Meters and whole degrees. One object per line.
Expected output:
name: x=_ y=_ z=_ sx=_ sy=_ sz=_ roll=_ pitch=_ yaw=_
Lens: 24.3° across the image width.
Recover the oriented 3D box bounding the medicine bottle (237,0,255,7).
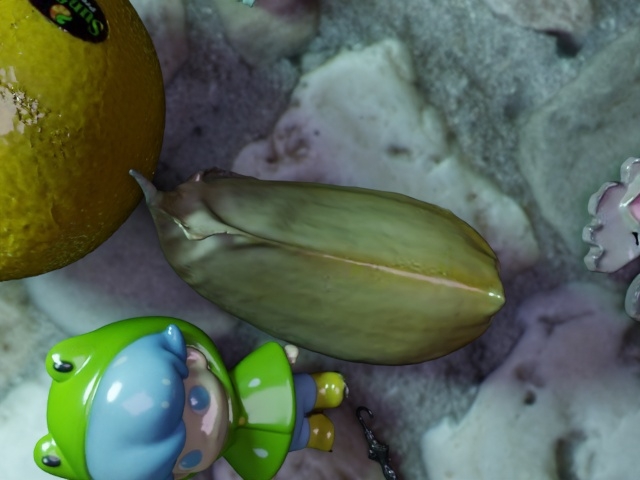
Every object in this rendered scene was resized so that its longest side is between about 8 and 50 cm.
medicine bottle: x=-0.144 y=-0.280 z=1.293 sx=0.218 sy=0.074 sz=0.074 roll=23 pitch=86 yaw=-6

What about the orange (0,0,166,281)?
orange: x=-0.252 y=-0.106 z=1.178 sx=0.274 sy=0.274 sz=0.274 roll=0 pitch=89 yaw=-9

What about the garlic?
garlic: x=-0.015 y=-0.001 z=1.244 sx=0.338 sy=0.196 sz=0.151 roll=19 pitch=74 yaw=-16

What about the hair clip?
hair clip: x=0.379 y=0.041 z=1.370 sx=0.300 sy=0.069 sz=0.173 roll=45 pitch=82 yaw=4

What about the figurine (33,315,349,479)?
figurine: x=-0.109 y=0.145 z=1.265 sx=0.263 sy=0.143 sz=0.162 roll=3 pitch=109 yaw=-26

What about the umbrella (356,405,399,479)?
umbrella: x=0.063 y=0.215 z=1.347 sx=0.022 sy=0.022 sz=0.149 roll=-33 pitch=106 yaw=-44
